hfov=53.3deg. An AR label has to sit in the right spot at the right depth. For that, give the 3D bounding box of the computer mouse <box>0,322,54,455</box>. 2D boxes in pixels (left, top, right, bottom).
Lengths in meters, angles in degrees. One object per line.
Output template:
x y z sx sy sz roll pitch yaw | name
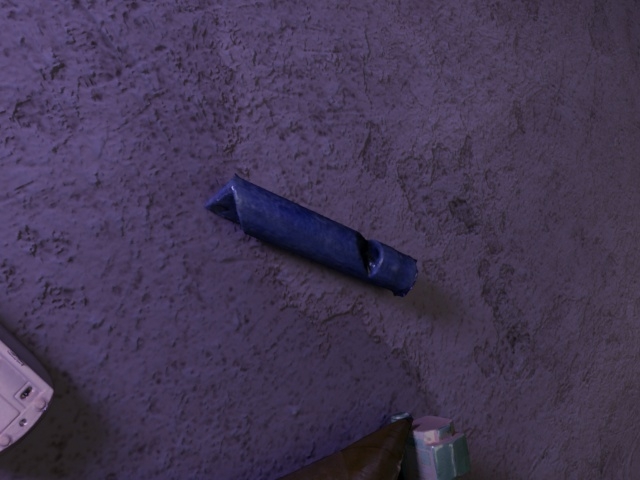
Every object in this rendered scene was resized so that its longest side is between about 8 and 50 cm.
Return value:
-0.319 0.097 0.540 0.199 0.045 0.102 52 55 -21 | computer mouse

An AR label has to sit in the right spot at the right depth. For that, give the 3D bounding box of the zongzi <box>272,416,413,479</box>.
-0.054 0.277 0.652 0.323 0.160 0.360 44 60 -27 | zongzi

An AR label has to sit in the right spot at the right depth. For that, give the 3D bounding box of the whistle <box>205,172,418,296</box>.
0.000 0.000 0.801 0.304 0.062 0.062 24 69 -34 | whistle

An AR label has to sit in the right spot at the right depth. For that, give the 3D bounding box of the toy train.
0.136 0.322 0.822 0.081 0.125 0.193 -9 88 -36 | toy train
